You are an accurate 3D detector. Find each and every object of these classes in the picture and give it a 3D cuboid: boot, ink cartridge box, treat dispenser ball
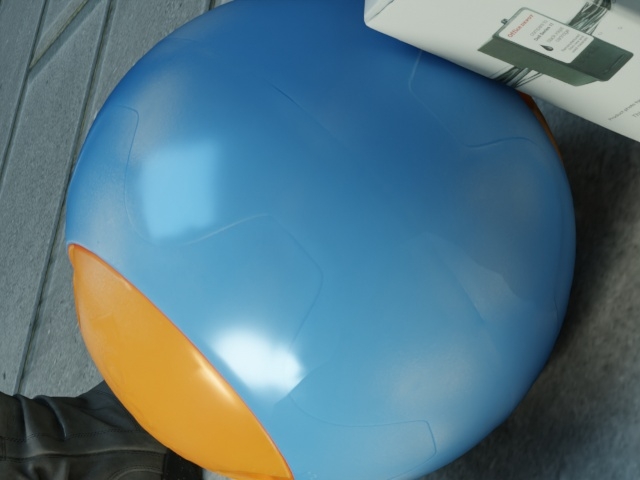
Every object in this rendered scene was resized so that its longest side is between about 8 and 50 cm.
[{"bbox_3d":[-0.220,0.151,1.273,0.118,0.223,0.338,-57,27,30],"label":"boot"},{"bbox_3d":[0.132,-0.154,0.759,0.087,0.208,0.153,-39,38,50],"label":"ink cartridge box"},{"bbox_3d":[0.000,0.000,0.829,0.288,0.288,0.288,-47,33,43],"label":"treat dispenser ball"}]
